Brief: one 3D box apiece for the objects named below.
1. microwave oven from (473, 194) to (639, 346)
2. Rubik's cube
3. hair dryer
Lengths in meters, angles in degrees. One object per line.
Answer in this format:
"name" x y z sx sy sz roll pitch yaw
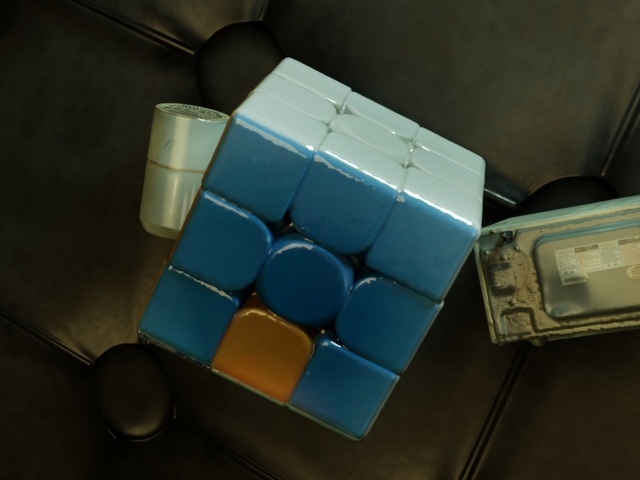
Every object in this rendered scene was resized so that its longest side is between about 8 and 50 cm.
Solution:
"microwave oven" 0.314 0.030 1.308 0.240 0.194 0.145 -10 96 25
"Rubik's cube" 0.000 0.000 1.358 0.290 0.291 0.292 26 112 -1
"hair dryer" -0.068 -0.062 1.545 0.357 0.107 0.173 14 105 18
